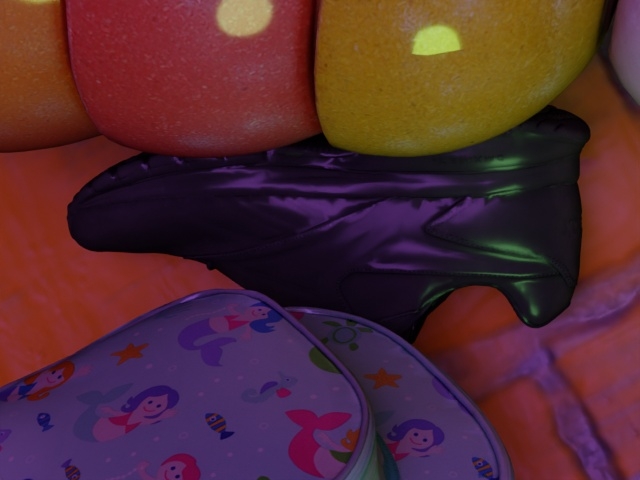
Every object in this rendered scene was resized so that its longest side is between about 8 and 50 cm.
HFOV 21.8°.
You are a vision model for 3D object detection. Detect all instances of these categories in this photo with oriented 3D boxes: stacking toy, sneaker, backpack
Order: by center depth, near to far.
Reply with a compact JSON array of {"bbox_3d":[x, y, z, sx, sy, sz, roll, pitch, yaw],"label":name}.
[{"bbox_3d":[0.019,-0.148,0.755,0.480,0.350,0.350,17,92,10],"label":"stacking toy"},{"bbox_3d":[-0.037,0.139,0.770,0.253,0.191,0.225,-22,38,-20],"label":"backpack"},{"bbox_3d":[0.000,0.000,0.870,0.286,0.109,0.130,-3,100,20],"label":"sneaker"}]
